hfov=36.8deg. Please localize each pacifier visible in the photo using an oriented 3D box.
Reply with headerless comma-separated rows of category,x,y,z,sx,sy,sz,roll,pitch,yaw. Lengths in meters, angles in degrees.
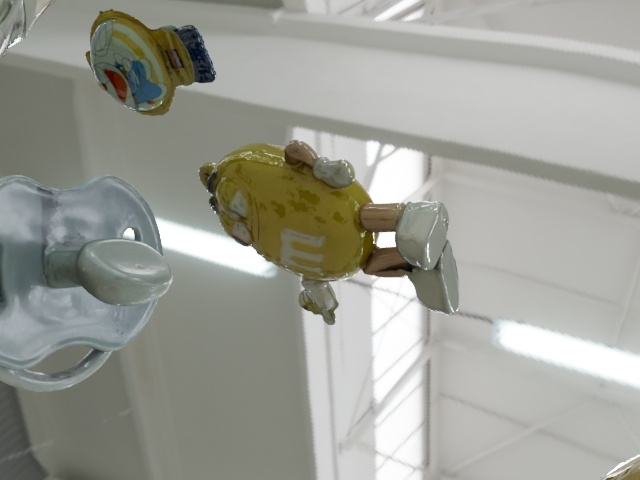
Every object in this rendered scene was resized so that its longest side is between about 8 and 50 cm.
pacifier,-0.234,0.042,0.990,0.207,0.279,0.227,-3,-88,37

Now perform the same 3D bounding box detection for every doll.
doll,0.023,-0.009,1.455,0.423,0.161,0.348,-9,-59,45

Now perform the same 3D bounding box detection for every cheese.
cheese,-0.261,-0.269,1.444,0.270,0.069,0.177,0,-58,40

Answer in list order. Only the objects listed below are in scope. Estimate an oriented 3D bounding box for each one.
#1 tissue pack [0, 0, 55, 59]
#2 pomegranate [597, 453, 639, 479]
tissue pack,-0.364,-0.196,0.633,0.390,0.375,0.195,9,-51,5
pomegranate,0.174,0.222,0.349,0.343,0.342,0.342,19,-53,26
